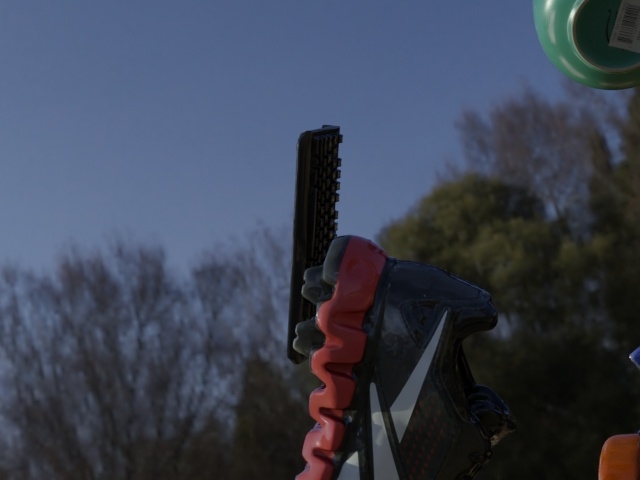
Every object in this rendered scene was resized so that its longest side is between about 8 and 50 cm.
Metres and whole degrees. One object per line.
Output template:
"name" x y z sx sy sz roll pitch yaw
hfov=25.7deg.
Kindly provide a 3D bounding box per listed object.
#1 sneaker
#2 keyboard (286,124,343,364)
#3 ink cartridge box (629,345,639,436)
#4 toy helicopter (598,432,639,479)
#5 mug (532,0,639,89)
"sneaker" 0.045 0.139 0.838 0.135 0.276 0.097 8 5 7
"keyboard" 0.000 0.000 1.107 0.023 0.180 0.108 6 10 13
"ink cartridge box" 0.322 0.138 0.824 0.186 0.311 0.065 -38 5 -17
"toy helicopter" 0.288 0.063 1.003 0.140 0.354 0.235 -8 -14 25
"mug" 0.231 -0.199 1.140 0.129 0.157 0.097 -31 20 21
